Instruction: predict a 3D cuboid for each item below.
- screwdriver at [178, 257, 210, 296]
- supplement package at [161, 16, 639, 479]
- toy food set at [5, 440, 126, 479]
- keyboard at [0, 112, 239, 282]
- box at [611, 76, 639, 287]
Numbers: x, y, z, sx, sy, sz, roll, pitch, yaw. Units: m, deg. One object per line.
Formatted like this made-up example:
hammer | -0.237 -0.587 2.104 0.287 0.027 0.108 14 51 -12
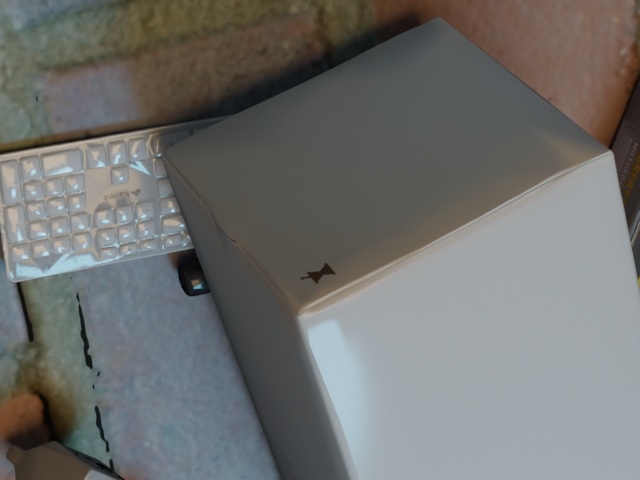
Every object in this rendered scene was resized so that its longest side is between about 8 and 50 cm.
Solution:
screwdriver | 0.000 0.000 1.057 0.170 0.024 0.025 -15 150 -21
supplement package | 0.062 0.067 1.001 0.175 0.177 0.293 -27 128 -12
toy food set | -0.187 0.148 1.031 0.232 0.104 0.111 33 87 -50
keyboard | -0.048 -0.034 1.020 0.256 0.014 0.072 -11 120 -17
box | 0.267 0.008 1.135 0.231 0.056 0.183 12 107 -26
